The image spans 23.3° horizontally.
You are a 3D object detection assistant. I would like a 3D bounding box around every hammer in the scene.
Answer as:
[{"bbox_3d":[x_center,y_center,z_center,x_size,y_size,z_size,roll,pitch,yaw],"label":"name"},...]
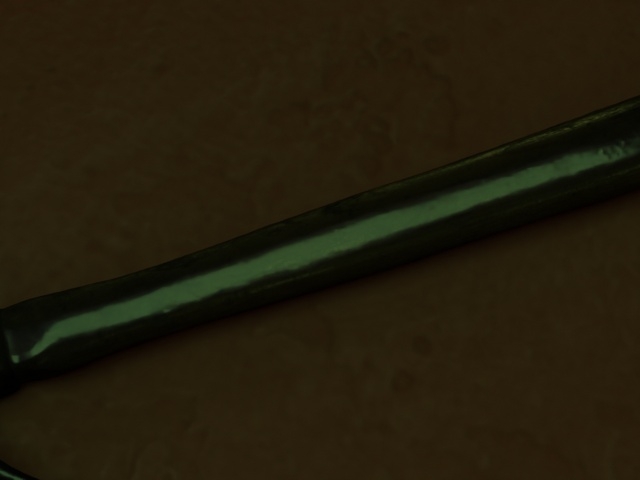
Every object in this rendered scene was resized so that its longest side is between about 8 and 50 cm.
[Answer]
[{"bbox_3d":[0.000,0.000,0.770,0.439,0.044,0.168,-19,70,-7],"label":"hammer"}]
